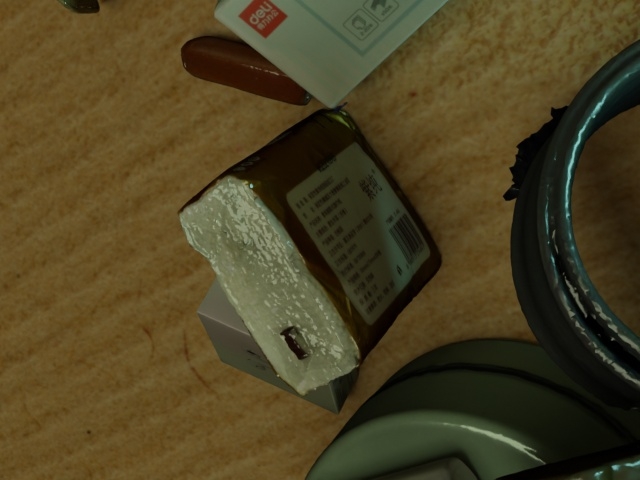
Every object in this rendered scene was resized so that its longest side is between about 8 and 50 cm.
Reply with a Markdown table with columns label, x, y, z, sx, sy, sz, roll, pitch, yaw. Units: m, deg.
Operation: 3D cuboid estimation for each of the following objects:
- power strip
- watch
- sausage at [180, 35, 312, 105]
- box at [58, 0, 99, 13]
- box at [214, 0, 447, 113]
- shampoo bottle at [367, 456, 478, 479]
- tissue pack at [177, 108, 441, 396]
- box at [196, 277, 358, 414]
| label | x | y | z | sx | sy | sz | roll | pitch | yaw |
| --- | --- | --- | --- | --- | --- | --- | --- | --- | --- |
| power strip | 0.142 | 0.268 | 1.113 | 0.357 | 0.161 | 0.357 | 10 | 114 | 23 |
| watch | 0.259 | 0.023 | 0.855 | 0.335 | 0.314 | 0.327 | -14 | 79 | 1 |
| sausage | -0.065 | -0.153 | 1.112 | 0.131 | 0.039 | 0.041 | 18 | 124 | 20 |
| box | -0.251 | -0.281 | 1.115 | 0.111 | 0.111 | 0.177 | -37 | 91 | 32 |
| box | 0.048 | -0.233 | 0.981 | 0.135 | 0.079 | 0.269 | 38 | 124 | -19 |
| shampoo bottle | 0.032 | 0.245 | 1.028 | 0.227 | 0.056 | 0.086 | -24 | 94 | 32 |
| tissue pack | 0.000 | 0.000 | 1.031 | 0.092 | 0.226 | 0.183 | -33 | 94 | 31 |
| box | -0.036 | 0.095 | 1.152 | 0.129 | 0.051 | 0.130 | 22 | 158 | 16 |
